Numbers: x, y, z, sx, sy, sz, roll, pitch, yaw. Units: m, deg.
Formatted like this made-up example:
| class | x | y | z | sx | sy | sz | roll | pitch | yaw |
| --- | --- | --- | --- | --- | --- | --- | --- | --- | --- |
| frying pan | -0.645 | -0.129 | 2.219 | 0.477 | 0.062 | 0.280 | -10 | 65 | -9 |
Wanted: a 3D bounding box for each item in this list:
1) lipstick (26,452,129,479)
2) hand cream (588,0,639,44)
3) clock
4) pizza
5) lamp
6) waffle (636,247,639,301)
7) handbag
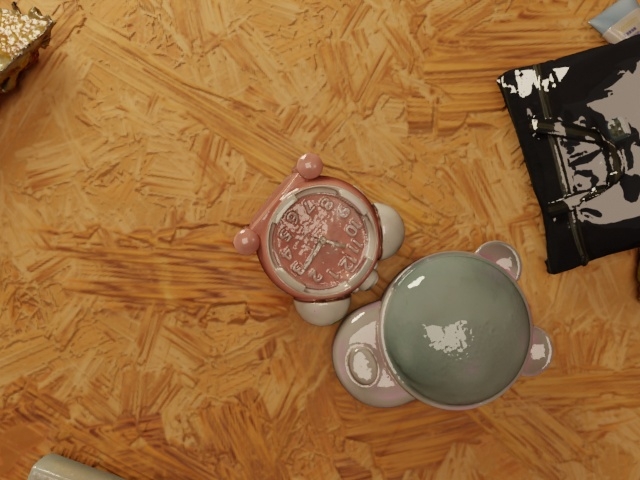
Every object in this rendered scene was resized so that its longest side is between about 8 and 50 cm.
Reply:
| class | x | y | z | sx | sy | sz | roll | pitch | yaw |
| --- | --- | --- | --- | --- | --- | --- | --- | --- | --- |
| lipstick | -0.213 | 0.321 | 0.764 | 0.252 | 0.077 | 0.079 | 18 | 88 | 1 |
| hand cream | 0.396 | -0.213 | 0.790 | 0.065 | 0.043 | 0.171 | -35 | 86 | 0 |
| clock | 0.000 | 0.000 | 0.772 | 0.162 | 0.093 | 0.166 | 40 | 88 | -7 |
| pizza | -0.404 | -0.217 | 0.796 | 0.193 | 0.053 | 0.201 | -9 | 77 | 2 |
| lamp | 0.131 | 0.109 | 0.752 | 0.246 | 0.108 | 0.180 | -20 | 84 | 1 |
| waffle | 0.456 | 0.019 | 0.778 | 0.149 | 0.051 | 0.194 | 13 | 88 | 3 |
| handbag | 0.332 | -0.102 | 0.756 | 0.211 | 0.088 | 0.254 | -17 | 88 | 19 |
